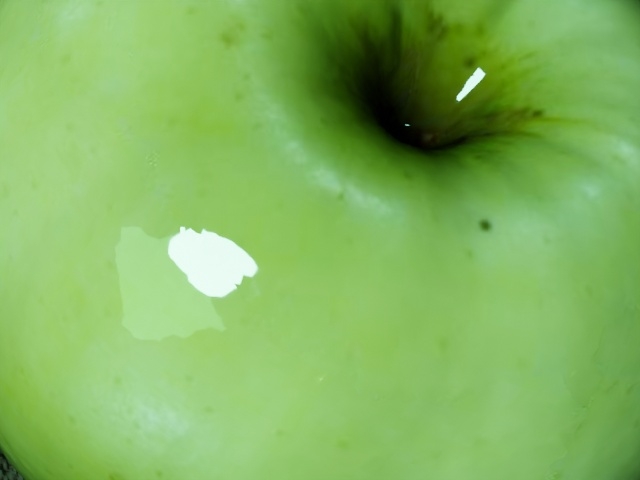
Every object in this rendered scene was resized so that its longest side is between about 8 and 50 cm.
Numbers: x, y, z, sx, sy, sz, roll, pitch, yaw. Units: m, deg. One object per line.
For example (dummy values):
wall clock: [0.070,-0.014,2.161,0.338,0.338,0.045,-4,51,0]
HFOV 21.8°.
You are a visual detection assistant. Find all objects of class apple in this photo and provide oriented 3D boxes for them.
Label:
apple: [0.000,0.000,0.540,0.262,0.262,0.262,14,110,43]
